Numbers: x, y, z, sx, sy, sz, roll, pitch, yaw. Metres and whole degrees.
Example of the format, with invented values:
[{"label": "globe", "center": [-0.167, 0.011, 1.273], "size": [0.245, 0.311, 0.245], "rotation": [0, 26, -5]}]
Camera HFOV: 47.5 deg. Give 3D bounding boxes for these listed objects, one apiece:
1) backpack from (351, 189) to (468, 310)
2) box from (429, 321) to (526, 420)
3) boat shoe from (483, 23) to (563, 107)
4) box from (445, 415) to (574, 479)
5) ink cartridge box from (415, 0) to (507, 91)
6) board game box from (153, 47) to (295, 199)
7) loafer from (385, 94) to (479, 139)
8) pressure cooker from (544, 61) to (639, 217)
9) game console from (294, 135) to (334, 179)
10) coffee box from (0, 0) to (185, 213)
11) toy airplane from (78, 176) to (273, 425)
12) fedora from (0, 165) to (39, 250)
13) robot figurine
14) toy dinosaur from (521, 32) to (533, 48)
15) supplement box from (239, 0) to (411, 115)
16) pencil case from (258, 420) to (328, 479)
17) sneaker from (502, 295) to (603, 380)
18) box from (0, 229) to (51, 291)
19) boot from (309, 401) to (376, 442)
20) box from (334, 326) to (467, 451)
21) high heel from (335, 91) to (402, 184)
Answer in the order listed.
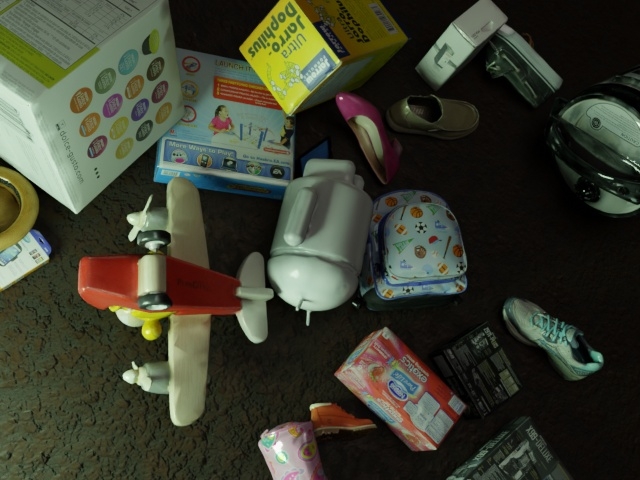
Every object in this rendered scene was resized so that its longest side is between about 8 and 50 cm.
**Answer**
[{"label": "backpack", "center": [0.204, 0.014, 1.680], "size": [0.276, 0.213, 0.263], "rotation": [-2, 64, -19]}, {"label": "box", "center": [0.367, 0.306, 1.705], "size": [0.147, 0.077, 0.180], "rotation": [-28, 84, -26]}, {"label": "boat shoe", "center": [0.512, -0.492, 1.991], "size": [0.335, 0.121, 0.119], "rotation": [37, 97, -9]}, {"label": "box", "center": [0.465, 0.595, 1.647], "size": [0.242, 0.076, 0.307], "rotation": [-33, 86, -26]}, {"label": "ink cartridge box", "center": [0.364, -0.510, 1.897], "size": [0.092, 0.218, 0.158], "rotation": [48, 63, 0]}, {"label": "board game box", "center": [-0.214, -0.266, 1.675], "size": [0.308, 0.086, 0.302], "rotation": [8, 70, -18]}, {"label": "loafer", "center": [0.304, -0.322, 1.882], "size": [0.268, 0.092, 0.102], "rotation": [-4, 74, -22]}, {"label": "pressure cooker", "center": [0.823, -0.257, 1.904], "size": [0.420, 0.370, 0.376], "rotation": [-26, 100, -25]}, {"label": "game console", "center": [0.003, -0.168, 1.731], "size": [0.122, 0.071, 0.107], "rotation": [-38, 88, -26]}, {"label": "coffee box", "center": [-0.507, -0.334, 1.405], "size": [0.338, 0.338, 0.334], "rotation": [34, 63, 14]}, {"label": "toy airplane", "center": [-0.285, 0.110, 1.453], "size": [0.384, 0.272, 0.386], "rotation": [59, 35, -20]}, {"label": "fedora", "center": [-0.658, -0.054, 1.443], "size": [0.194, 0.079, 0.194], "rotation": [9, 64, -19]}, {"label": "robot figurine", "center": [0.000, 0.000, 1.574], "size": [0.199, 0.300, 0.353], "rotation": [4, 69, 25]}, {"label": "toy dinosaur", "center": [0.580, -0.524, 2.081], "size": [0.211, 0.064, 0.112], "rotation": [24, 95, -5]}, {"label": "supplement box", "center": [0.020, -0.459, 1.696], "size": [0.195, 0.194, 0.356], "rotation": [53, 38, 2]}, {"label": "pencil case", "center": [-0.037, 0.510, 1.465], "size": [0.124, 0.124, 0.284], "rotation": [-11, 78, -23]}, {"label": "sneaker", "center": [0.577, 0.225, 1.786], "size": [0.283, 0.122, 0.110], "rotation": [39, 63, -5]}, {"label": "box", "center": [-0.612, 0.036, 1.459], "size": [0.136, 0.028, 0.081], "rotation": [-37, 88, -29]}, {"label": "boot", "center": [0.049, 0.386, 1.574], "size": [0.158, 0.059, 0.085], "rotation": [8, 47, -30]}, {"label": "box", "center": [0.174, 0.329, 1.600], "size": [0.257, 0.122, 0.128], "rotation": [44, 63, -2]}, {"label": "high heel", "center": [0.109, -0.247, 1.765], "size": [0.244, 0.082, 0.117], "rotation": [47, 50, -33]}]
